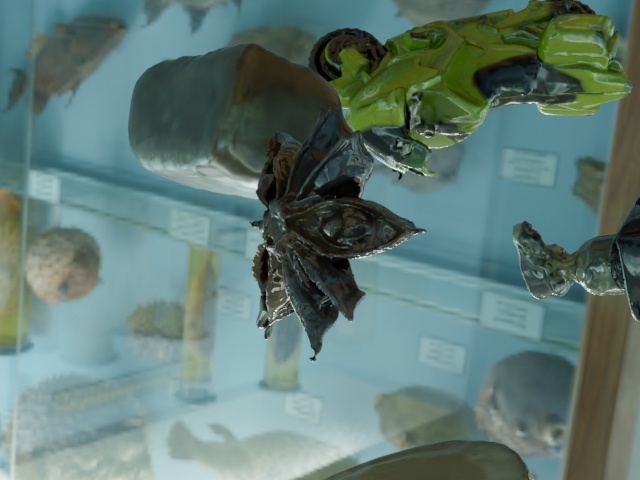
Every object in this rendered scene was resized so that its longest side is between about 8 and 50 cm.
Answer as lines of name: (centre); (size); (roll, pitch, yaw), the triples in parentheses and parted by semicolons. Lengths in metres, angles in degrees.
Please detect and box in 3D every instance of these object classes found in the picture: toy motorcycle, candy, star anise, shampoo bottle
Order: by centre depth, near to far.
star anise: (0.006, -0.004, 0.513); (0.056, 0.124, 0.129); (8, 174, -31)
shampoo bottle: (0.200, 0.003, 0.553); (0.207, 0.063, 0.057); (-9, -160, 36)
candy: (-0.072, -0.090, 0.849); (0.104, 0.102, 0.234); (17, 175, -29)
toy motorcycle: (0.161, -0.172, 1.177); (0.342, 0.206, 0.142); (-9, 157, 1)

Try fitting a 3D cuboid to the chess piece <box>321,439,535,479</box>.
chess piece: (0.059, 0.238, 0.373); (0.167, 0.300, 0.167); (-25, -177, 1)
